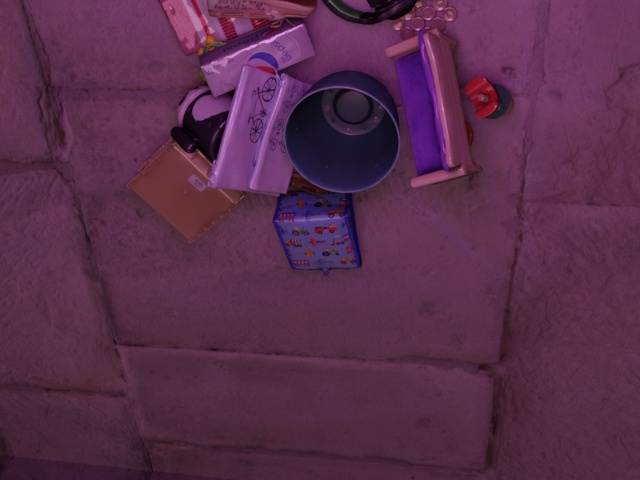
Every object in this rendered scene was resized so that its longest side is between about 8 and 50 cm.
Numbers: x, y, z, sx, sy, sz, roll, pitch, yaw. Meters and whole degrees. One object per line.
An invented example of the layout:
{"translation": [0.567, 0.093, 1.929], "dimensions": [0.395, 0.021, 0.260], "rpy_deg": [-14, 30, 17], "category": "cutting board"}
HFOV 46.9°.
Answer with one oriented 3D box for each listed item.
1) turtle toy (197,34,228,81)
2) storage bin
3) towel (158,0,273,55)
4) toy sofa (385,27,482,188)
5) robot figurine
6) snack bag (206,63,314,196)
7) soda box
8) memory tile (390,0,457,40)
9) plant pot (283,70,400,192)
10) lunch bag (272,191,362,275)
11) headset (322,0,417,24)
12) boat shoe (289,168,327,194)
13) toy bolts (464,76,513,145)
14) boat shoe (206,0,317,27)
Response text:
{"translation": [-0.280, -0.479, 1.969], "dimensions": [0.095, 0.066, 0.130], "rpy_deg": [19, 140, -26], "category": "turtle toy"}
{"translation": [-0.383, -0.170, 2.180], "dimensions": [0.260, 0.123, 0.262], "rpy_deg": [-36, 110, 29], "category": "storage bin"}
{"translation": [-0.260, -0.634, 1.898], "dimensions": [0.329, 0.037, 0.237], "rpy_deg": [-15, 120, 20], "category": "towel"}
{"translation": [0.264, -0.319, 1.805], "dimensions": [0.150, 0.177, 0.362], "rpy_deg": [-13, 86, 36], "category": "toy sofa"}
{"translation": [-0.269, -0.307, 1.985], "dimensions": [0.278, 0.209, 0.173], "rpy_deg": [43, 110, 35], "category": "robot figurine"}
{"translation": [-0.140, -0.274, 1.887], "dimensions": [0.037, 0.342, 0.323], "rpy_deg": [22, 99, 26], "category": "snack bag"}
{"translation": [-0.164, -0.473, 1.891], "dimensions": [0.286, 0.098, 0.091], "rpy_deg": [-22, 123, 1], "category": "soda box"}
{"translation": [0.258, -0.558, 1.857], "dimensions": [0.113, 0.012, 0.148], "rpy_deg": [41, 122, -16], "category": "memory tile"}
{"translation": [0.072, -0.307, 1.927], "dimensions": [0.293, 0.235, 0.293], "rpy_deg": [6, 124, 9], "category": "plant pot"}
{"translation": [0.000, 0.000, 2.224], "dimensions": [0.221, 0.138, 0.293], "rpy_deg": [-3, 132, 11], "category": "lunch bag"}
{"translation": [0.159, -0.626, 1.727], "dimensions": [0.394, 0.185, 0.243], "rpy_deg": [4, 125, 22], "category": "headset"}
{"translation": [-0.118, -0.197, 2.114], "dimensions": [0.307, 0.111, 0.104], "rpy_deg": [14, 124, 2], "category": "boat shoe"}
{"translation": [0.384, -0.351, 1.928], "dimensions": [0.228, 0.158, 0.218], "rpy_deg": [-24, 75, 35], "category": "toy bolts"}
{"translation": [-0.146, -0.588, 1.840], "dimensions": [0.285, 0.104, 0.089], "rpy_deg": [13, 131, 11], "category": "boat shoe"}
